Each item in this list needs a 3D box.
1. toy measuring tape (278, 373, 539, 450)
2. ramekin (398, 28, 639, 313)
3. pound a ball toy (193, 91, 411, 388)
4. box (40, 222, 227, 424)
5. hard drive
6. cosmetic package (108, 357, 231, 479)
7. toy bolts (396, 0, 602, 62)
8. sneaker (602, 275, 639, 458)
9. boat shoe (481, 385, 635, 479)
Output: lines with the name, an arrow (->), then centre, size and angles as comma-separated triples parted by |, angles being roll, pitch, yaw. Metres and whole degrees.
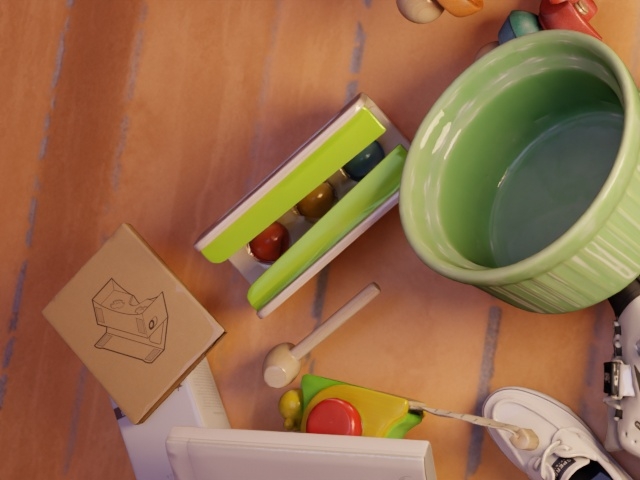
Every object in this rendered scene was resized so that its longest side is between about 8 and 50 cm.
toy measuring tape -> 0.088, 0.238, 1.616 | 0.330, 0.121, 0.121 | 11, 86, 31
ramekin -> 0.249, -0.066, 1.535 | 0.303, 0.148, 0.303 | -26, 48, 33
pound a ball toy -> 0.000, 0.000, 1.706 | 0.319, 0.136, 0.208 | -42, 96, 11
box -> -0.234, 0.102, 1.733 | 0.164, 0.021, 0.201 | -47, 69, 8
hard drive -> -0.013, 0.308, 1.623 | 0.308, 0.040, 0.203 | 1, 126, 18
cosmetic package -> -0.192, 0.210, 1.757 | 0.117, 0.085, 0.231 | -27, 72, 16
toy bolts -> 0.204, -0.293, 1.645 | 0.158, 0.218, 0.228 | -35, 111, 27
sneaker -> 0.357, 0.161, 1.528 | 0.146, 0.122, 0.330 | -30, 72, 13
boat shoe -> 0.284, 0.254, 1.564 | 0.258, 0.084, 0.095 | 37, 97, 22
